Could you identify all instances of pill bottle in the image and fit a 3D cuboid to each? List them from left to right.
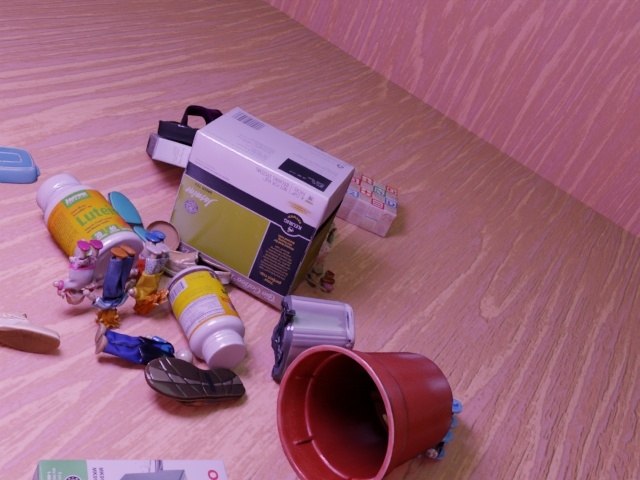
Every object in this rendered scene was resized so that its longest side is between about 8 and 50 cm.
[{"bbox_3d":[-0.497,-0.031,1.557,0.245,0.136,0.136,43,34,25],"label":"pill bottle"},{"bbox_3d":[-0.229,0.160,1.500,0.117,0.117,0.215,1,40,-37],"label":"pill bottle"}]

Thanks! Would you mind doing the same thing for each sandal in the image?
[{"bbox_3d":[-0.239,0.276,1.385,0.219,0.060,0.090,16,36,-47],"label":"sandal"},{"bbox_3d":[-0.321,-0.315,2.013,0.167,0.107,0.446,13,7,0],"label":"sandal"}]

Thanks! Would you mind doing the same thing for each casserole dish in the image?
[{"bbox_3d":[-0.741,-0.180,1.689,0.188,0.037,0.114,0,40,-37],"label":"casserole dish"}]

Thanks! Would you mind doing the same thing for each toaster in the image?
[{"bbox_3d":[-0.017,0.197,1.495,0.146,0.227,0.129,5,49,-11],"label":"toaster"}]

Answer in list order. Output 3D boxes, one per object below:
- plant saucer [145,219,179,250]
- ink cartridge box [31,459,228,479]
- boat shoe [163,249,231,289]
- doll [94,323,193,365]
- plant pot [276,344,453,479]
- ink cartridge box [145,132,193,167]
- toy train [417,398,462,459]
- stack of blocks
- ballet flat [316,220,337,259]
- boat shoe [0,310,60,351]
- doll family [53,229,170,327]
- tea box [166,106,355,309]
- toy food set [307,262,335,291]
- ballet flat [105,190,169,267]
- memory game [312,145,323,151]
[{"bbox_3d":[-0.363,-0.009,1.687,0.083,0.084,0.015,26,20,-3],"label":"plant saucer"},{"bbox_3d":[-0.266,0.433,1.055,0.289,0.122,0.211,9,36,-30],"label":"ink cartridge box"},{"bbox_3d":[-0.291,0.050,1.661,0.189,0.072,0.068,22,31,-9],"label":"boat shoe"},{"bbox_3d":[-0.334,0.214,1.405,0.188,0.046,0.129,18,22,-28],"label":"doll"},{"bbox_3d":[0.104,0.325,1.400,0.265,0.272,0.272,2,38,-49],"label":"plant pot"},{"bbox_3d":[-0.332,-0.221,1.943,0.238,0.060,0.275,16,6,-19],"label":"ink cartridge box"},{"bbox_3d":[0.236,0.389,1.571,0.105,0.080,0.184,24,32,11],"label":"toy train"},{"bbox_3d":[0.084,-0.142,2.233,0.297,0.087,0.171,23,30,-7],"label":"stack of blocks"},{"bbox_3d":[0.000,0.000,1.966,0.077,0.091,0.241,46,32,-13],"label":"ballet flat"},{"bbox_3d":[-0.549,0.153,1.311,0.169,0.063,0.059,16,38,-18],"label":"boat shoe"},{"bbox_3d":[-0.385,0.087,1.449,0.118,0.163,0.262,33,24,29],"label":"doll family"},{"bbox_3d":[-0.145,-0.078,1.713,0.328,0.324,0.220,29,30,6],"label":"tea box"},{"bbox_3d":[0.005,0.100,1.877,0.077,0.019,0.122,32,23,6],"label":"toy food set"},{"bbox_3d":[-0.429,-0.013,1.641,0.086,0.086,0.248,-5,41,-43],"label":"ballet flat"},{"bbox_3d":[-0.078,-0.244,2.228,0.186,0.012,0.186,-14,28,8],"label":"memory game"}]
